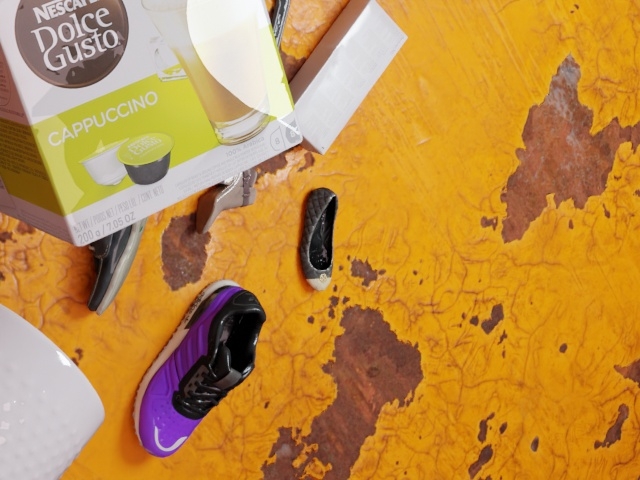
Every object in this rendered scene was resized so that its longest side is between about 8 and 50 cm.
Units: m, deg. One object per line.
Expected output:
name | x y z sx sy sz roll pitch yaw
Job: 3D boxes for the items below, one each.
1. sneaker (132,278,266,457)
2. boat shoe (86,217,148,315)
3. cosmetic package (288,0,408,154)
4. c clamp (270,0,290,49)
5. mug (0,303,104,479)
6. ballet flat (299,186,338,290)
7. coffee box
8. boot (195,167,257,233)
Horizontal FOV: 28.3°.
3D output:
sneaker | -0.175 0.202 1.911 0.102 0.146 0.293 31 84 -36
boat shoe | -0.299 -0.006 1.830 0.079 0.084 0.233 19 100 1
cosmetic package | 0.028 -0.259 1.985 0.099 0.060 0.239 43 77 -32
c clamp | -0.106 -0.344 1.899 0.137 0.022 0.160 4 98 -40
mug | -0.468 0.302 1.630 0.328 0.276 0.374 -52 141 -29
ballet flat | 0.000 0.000 2.039 0.058 0.049 0.173 -8 107 -32
coffee box | -0.285 -0.235 1.603 0.338 0.338 0.334 -28 116 -27
boot | -0.139 -0.063 1.936 0.087 0.042 0.118 7 105 -43
